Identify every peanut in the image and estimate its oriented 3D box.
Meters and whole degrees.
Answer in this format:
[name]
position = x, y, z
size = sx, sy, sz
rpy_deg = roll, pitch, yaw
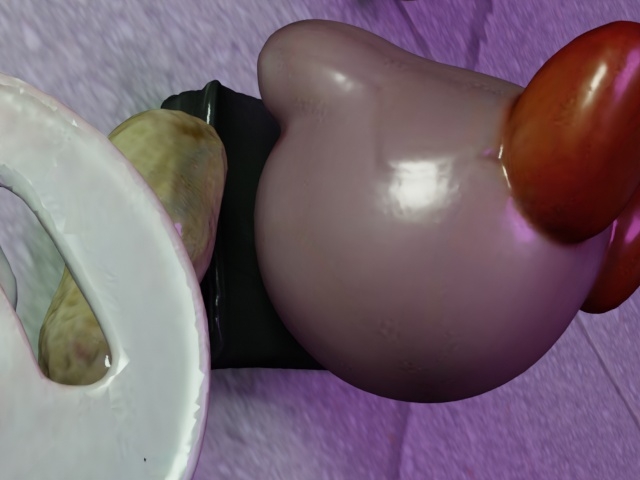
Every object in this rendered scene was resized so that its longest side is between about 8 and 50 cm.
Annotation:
[peanut]
position = -0.108, 0.023, 0.927
size = 0.086, 0.104, 0.227
rpy_deg = 24, 55, -18

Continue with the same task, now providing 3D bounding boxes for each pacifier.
[pacifier]
position = -0.190, 0.057, 0.566
size = 0.332, 0.273, 0.220
rpy_deg = -28, 120, -21

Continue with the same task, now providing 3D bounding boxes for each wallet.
[wallet]
position = 0.000, 0.000, 1.201
size = 0.377, 0.051, 0.197
rpy_deg = 12, 70, -63

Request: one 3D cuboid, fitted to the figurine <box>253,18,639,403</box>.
[figurine]
position = 0.081, -0.003, 1.025
size = 0.269, 0.261, 0.211
rpy_deg = 60, 41, -64
